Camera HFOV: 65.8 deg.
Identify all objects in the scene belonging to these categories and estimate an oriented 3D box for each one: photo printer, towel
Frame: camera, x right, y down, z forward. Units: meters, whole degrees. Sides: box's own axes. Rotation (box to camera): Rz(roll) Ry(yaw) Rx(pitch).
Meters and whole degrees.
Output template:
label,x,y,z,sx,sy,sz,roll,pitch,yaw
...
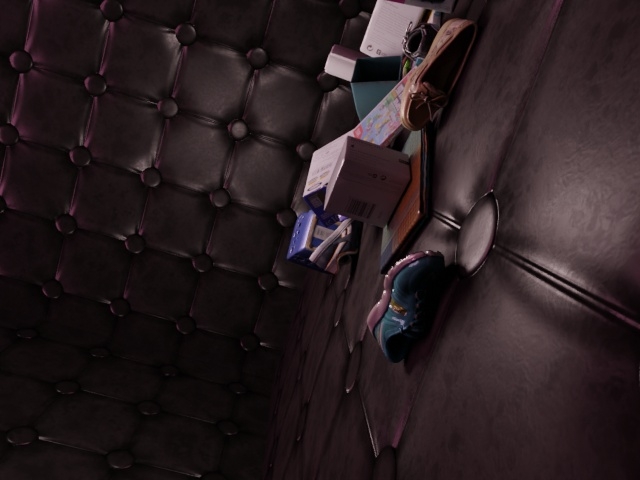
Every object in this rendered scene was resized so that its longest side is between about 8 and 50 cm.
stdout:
label,x,y,z,sx,sy,sz,roll,pitch,yaw
photo printer,0.182,-0.798,2.291,0.256,0.307,0.107,-77,7,-59
towel,0.229,-0.125,1.321,0.272,0.040,0.371,114,170,-51

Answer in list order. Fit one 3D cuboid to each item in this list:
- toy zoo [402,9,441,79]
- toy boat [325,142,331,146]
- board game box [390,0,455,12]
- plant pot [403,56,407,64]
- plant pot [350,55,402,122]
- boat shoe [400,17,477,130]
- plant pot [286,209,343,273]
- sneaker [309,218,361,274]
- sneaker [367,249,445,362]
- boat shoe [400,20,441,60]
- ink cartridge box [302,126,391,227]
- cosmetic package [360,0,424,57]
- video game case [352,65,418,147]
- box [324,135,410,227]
label,x,y,z,sx,sy,sz,roll,pitch,yaw
toy zoo,0.352,-0.676,1.705,0.293,0.030,0.192,113,172,-45
toy boat,0.119,-0.277,1.976,0.148,0.267,0.318,-87,-18,-44
board game box,0.311,-0.843,1.424,0.098,0.223,0.304,-78,-1,-57
plant pot,0.283,-0.841,2.091,0.201,0.180,0.202,-164,90,-84
plant pot,0.213,-0.513,1.787,0.234,0.165,0.166,77,-160,-47
boat shoe,0.284,-0.401,1.210,0.089,0.104,0.285,-107,37,-65
plant pot,0.000,0.000,2.225,0.212,0.235,0.236,143,144,-71
sneaker,0.091,0.013,1.908,0.321,0.127,0.126,-47,-6,-38
sneaker,0.176,0.129,0.950,0.110,0.106,0.275,-108,24,-44
boat shoe,0.299,-0.599,1.494,0.306,0.104,0.113,-93,17,-57
ink cartridge box,0.098,-0.218,1.664,0.269,0.151,0.396,-26,27,23
cosmetic package,0.314,-0.863,1.707,0.230,0.161,0.453,-56,-7,-40
video game case,0.213,-0.374,1.479,0.285,0.025,0.204,-43,32,25
box,0.122,-0.154,1.322,0.119,0.180,0.182,-83,11,-48
